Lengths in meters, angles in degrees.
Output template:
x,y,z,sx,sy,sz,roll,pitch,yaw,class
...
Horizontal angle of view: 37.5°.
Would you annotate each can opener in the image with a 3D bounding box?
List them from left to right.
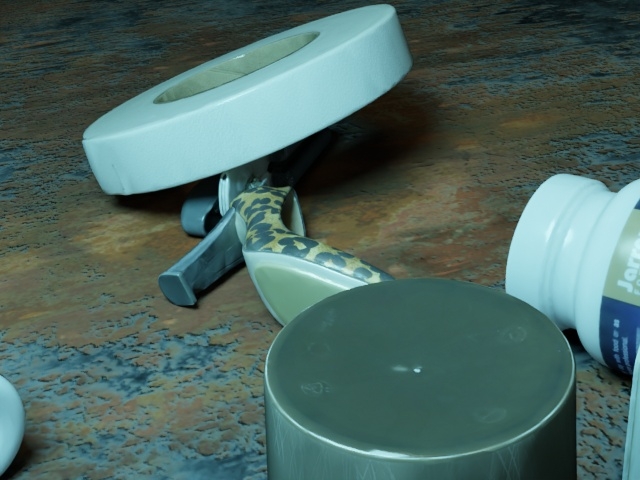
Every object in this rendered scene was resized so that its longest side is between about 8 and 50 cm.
x,y,z,sx,sy,sz,roll,pitch,yaw,class
-0.064,-0.093,1.066,0.093,0.074,0.280,8,30,22,can opener

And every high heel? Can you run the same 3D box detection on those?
x,y,z,sx,sy,sz,roll,pitch,yaw,class
0.000,0.000,0.853,0.261,0.093,0.186,5,34,36,high heel

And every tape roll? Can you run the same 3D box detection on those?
x,y,z,sx,sy,sz,roll,pitch,yaw,class
-0.085,-0.169,1.091,0.392,0.072,0.392,-20,19,7,tape roll

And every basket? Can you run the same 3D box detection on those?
x,y,z,sx,sy,sz,roll,pitch,yaw,class
0.048,0.145,0.440,0.154,0.226,0.204,6,29,19,basket

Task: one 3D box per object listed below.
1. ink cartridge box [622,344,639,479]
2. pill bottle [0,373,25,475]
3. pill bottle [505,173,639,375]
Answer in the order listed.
x,y,z,sx,sy,sz,roll,pitch,yaw,class
0.283,0.122,0.525,0.209,0.153,0.087,10,31,24,ink cartridge box
-0.303,0.109,0.692,0.103,0.103,0.184,-27,35,-35,pill bottle
0.281,0.038,0.684,0.265,0.153,0.153,17,35,36,pill bottle
